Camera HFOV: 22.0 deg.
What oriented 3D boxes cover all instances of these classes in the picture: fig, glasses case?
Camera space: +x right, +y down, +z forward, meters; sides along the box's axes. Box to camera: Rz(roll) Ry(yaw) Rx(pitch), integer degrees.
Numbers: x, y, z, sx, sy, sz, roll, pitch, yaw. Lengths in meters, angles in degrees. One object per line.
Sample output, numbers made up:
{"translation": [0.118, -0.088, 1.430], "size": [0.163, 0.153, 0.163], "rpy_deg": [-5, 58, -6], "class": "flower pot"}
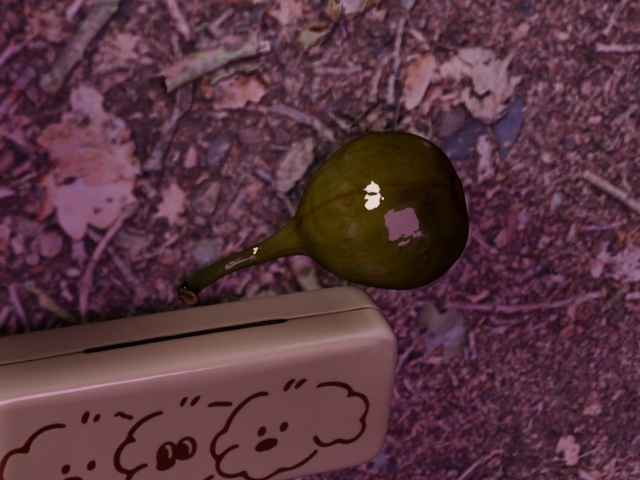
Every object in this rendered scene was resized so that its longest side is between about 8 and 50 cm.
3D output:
{"translation": [0.000, 0.000, 1.266], "size": [0.236, 0.124, 0.124], "rpy_deg": [-23, 127, 16], "class": "fig"}
{"translation": [-0.108, 0.129, 1.283], "size": [0.337, 0.076, 0.144], "rpy_deg": [-9, 126, -20], "class": "glasses case"}
